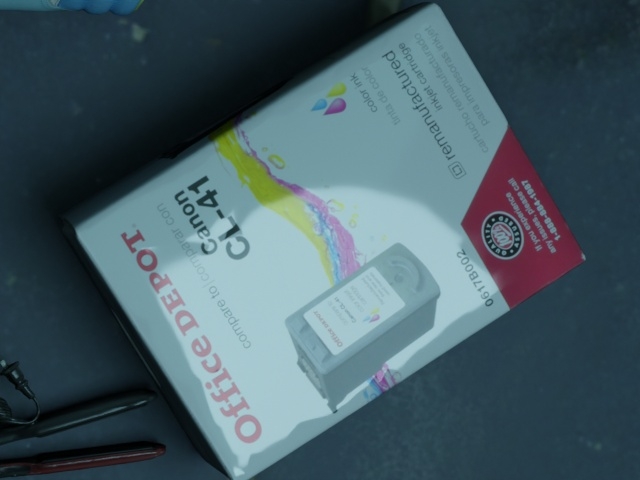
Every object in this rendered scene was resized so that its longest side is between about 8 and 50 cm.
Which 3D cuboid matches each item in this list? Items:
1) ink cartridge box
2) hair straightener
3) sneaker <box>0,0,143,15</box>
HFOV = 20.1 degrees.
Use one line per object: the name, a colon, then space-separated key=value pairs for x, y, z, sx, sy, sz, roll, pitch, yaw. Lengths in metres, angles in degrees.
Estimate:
ink cartridge box: x=0.000 y=0.000 z=1.309 sx=0.306 sy=0.131 sz=0.226 roll=-33 pitch=99 yaw=-10
hair straightener: x=-0.231 y=0.130 z=1.314 sx=0.230 sy=0.047 sz=0.089 roll=-7 pitch=94 yaw=-7
sneaker: x=-0.162 y=-0.306 z=1.262 sx=0.208 sy=0.127 sz=0.319 roll=7 pitch=103 yaw=-13
